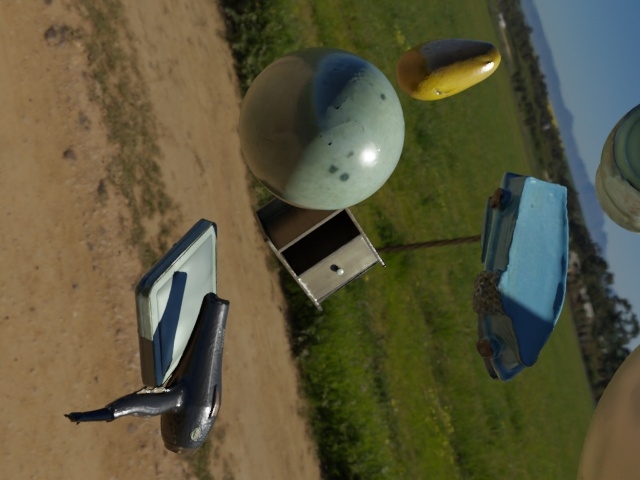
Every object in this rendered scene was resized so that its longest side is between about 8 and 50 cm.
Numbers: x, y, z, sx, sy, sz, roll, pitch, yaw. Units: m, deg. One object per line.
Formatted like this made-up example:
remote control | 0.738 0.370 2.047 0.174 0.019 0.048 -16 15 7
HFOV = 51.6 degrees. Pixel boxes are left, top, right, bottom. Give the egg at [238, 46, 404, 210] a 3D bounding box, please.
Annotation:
egg | -0.001 -0.117 0.703 0.169 0.169 0.236 68 -11 -16

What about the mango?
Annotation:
mango | 0.241 -0.327 1.256 0.137 0.195 0.098 -69 150 -50

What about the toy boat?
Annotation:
toy boat | 0.222 0.044 0.769 0.098 0.109 0.238 155 -54 -69

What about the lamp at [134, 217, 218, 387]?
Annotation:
lamp | -0.282 0.124 1.339 0.269 0.047 0.267 -56 158 -53

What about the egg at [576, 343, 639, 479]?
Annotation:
egg | 0.302 0.207 0.406 0.283 0.283 0.345 34 34 -59

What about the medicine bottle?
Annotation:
medicine bottle | 0.423 -0.089 0.819 0.143 0.147 0.147 42 37 -69

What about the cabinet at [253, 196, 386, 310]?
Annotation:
cabinet | 0.000 0.000 1.382 0.215 0.174 0.148 55 3 -30

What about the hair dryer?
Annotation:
hair dryer | -0.285 0.246 1.149 0.359 0.120 0.304 5 101 -62
